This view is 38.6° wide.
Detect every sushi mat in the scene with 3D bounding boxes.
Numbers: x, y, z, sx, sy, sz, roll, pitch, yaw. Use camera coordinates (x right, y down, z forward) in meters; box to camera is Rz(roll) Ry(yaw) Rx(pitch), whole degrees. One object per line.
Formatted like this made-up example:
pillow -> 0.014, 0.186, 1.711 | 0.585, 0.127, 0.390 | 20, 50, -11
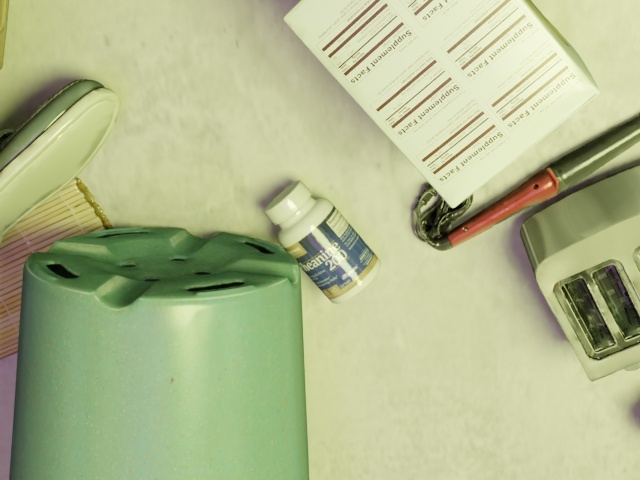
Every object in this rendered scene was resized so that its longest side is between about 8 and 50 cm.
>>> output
sushi mat -> -0.358, 0.056, 1.016 | 0.317, 0.019, 0.151 | -23, 106, 16

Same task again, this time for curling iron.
curling iron -> 0.211, -0.065, 0.883 | 0.274, 0.035, 0.068 | -24, 106, 16

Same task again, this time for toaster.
toaster -> 0.294, 0.022, 0.861 | 0.168, 0.110, 0.185 | -26, 110, 15

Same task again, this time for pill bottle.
pill bottle -> 0.000, 0.000, 0.920 | 0.067, 0.067, 0.120 | -37, 103, 19

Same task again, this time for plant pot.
plant pot -> -0.153, 0.175, 0.884 | 0.341, 0.341, 0.333 | 4, 105, 6

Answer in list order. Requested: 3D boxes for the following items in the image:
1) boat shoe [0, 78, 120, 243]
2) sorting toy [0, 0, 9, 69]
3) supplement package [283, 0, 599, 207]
boat shoe -> -0.335, -0.065, 0.915 | 0.319, 0.116, 0.099 | -40, 82, 18
sorting toy -> -0.295, -0.207, 0.754 | 0.041, 0.229, 0.307 | 7, 95, -9
supplement package -> 0.102, -0.173, 0.769 | 0.149, 0.194, 0.203 | -39, 102, 20
